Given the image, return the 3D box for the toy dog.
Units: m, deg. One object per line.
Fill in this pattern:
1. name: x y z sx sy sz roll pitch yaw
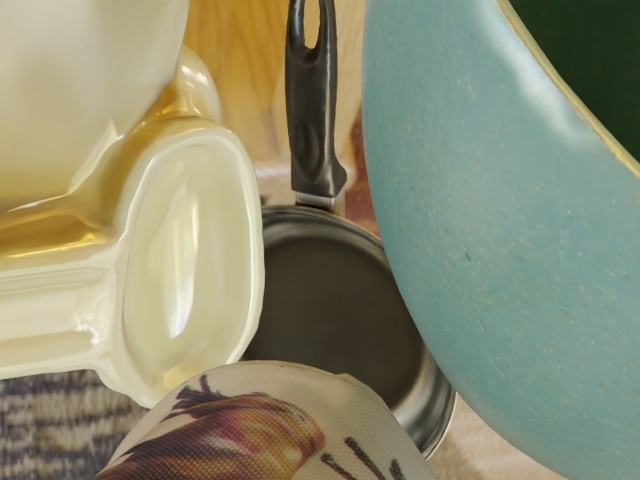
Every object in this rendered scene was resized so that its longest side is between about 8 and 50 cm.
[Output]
1. toy dog: -0.250 -0.127 0.762 0.284 0.395 0.408 -17 37 -29

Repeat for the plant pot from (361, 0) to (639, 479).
1. plant pot: 0.130 -0.023 0.473 0.290 0.195 0.290 12 52 -16

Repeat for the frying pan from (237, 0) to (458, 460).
1. frying pan: -0.025 0.007 0.887 0.053 0.197 0.326 -43 118 -58

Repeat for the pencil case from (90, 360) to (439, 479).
1. pencil case: -0.080 0.188 0.370 0.160 0.183 0.410 21 25 13
